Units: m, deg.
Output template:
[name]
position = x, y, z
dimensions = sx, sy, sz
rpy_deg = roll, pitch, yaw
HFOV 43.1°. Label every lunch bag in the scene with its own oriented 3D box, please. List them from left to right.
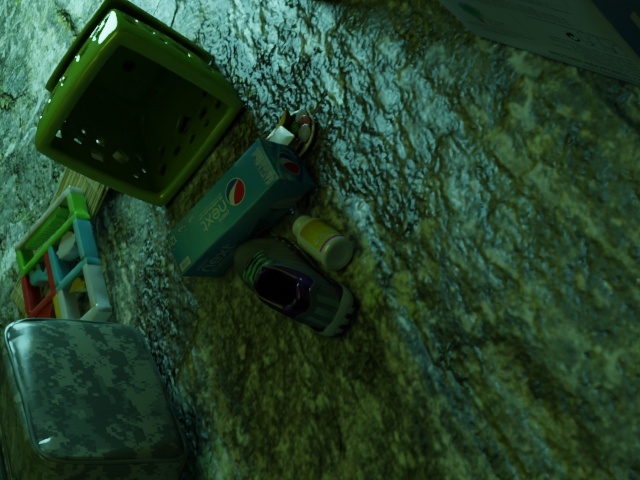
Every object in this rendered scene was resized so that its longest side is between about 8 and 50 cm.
[lunch bag]
position = -0.329, 0.286, 1.066
dimensions = 0.305, 0.212, 0.256
rpy_deg = 49, 125, 46

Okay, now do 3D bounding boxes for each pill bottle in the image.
[pill bottle]
position = 0.000, 0.000, 0.967
dimensions = 0.083, 0.043, 0.043
rpy_deg = 39, 101, 47

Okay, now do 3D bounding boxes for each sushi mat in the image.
[sushi mat]
position = -0.466, 0.006, 1.435
dimensions = 0.151, 0.019, 0.317
rpy_deg = 41, 109, 44

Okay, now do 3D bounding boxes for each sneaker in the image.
[sneaker]
position = -0.056, 0.037, 0.967
dimensions = 0.223, 0.098, 0.083
rpy_deg = 26, 92, 48

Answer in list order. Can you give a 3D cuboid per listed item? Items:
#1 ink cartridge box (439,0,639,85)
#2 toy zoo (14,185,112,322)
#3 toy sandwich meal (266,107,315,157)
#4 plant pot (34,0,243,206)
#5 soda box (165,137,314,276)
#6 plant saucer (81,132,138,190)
[ink cartridge box]
position = 0.152, -0.304, 0.686
dimensions = 0.270, 0.395, 0.151
rpy_deg = 36, 99, 47
[toy zoo]
position = -0.430, 0.081, 1.348
dimensions = 0.192, 0.030, 0.293
rpy_deg = -39, 58, 30
[toy sandwich meal]
position = -0.043, -0.140, 1.086
dimensions = 0.085, 0.029, 0.086
rpy_deg = -21, 58, 38
[plant pot]
position = -0.285, -0.226, 1.238
dimensions = 0.228, 0.227, 0.207
rpy_deg = -47, 39, 21
[soda box]
position = -0.108, -0.037, 1.060
dimensions = 0.210, 0.071, 0.067
rpy_deg = -42, 62, 29
[plant saucer]
position = -0.376, -0.184, 1.446
dimensions = 0.198, 0.036, 0.199
rpy_deg = -20, 59, 39
